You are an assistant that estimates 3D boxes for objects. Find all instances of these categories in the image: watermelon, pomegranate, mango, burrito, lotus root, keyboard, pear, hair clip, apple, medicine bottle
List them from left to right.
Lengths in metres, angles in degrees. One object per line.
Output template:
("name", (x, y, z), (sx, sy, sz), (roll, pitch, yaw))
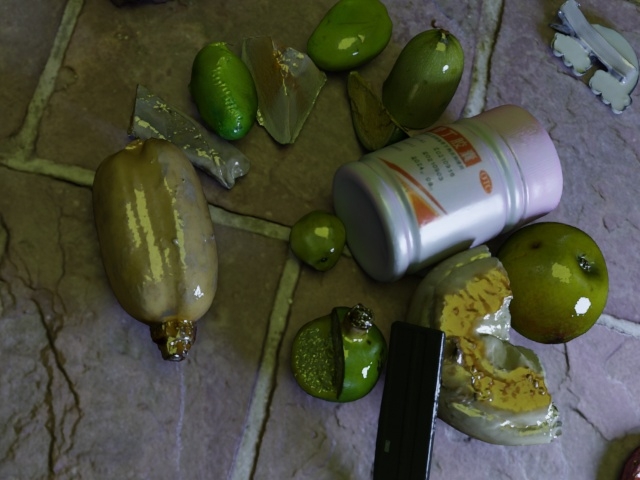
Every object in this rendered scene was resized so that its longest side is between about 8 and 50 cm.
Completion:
("lotus root", (-0.237, 0.013, 1.459), (0.169, 0.151, 0.343), (-14, 79, -2))
("burrito", (-0.217, -0.161, 1.570), (0.226, 0.060, 0.087), (31, 66, -1))
("mango", (-0.157, -0.233, 1.575), (0.100, 0.119, 0.178), (-28, 55, 17))
("pear", (0.000, 0.000, 1.552), (0.092, 0.092, 0.097), (-18, 75, -18))
("pomegranate", (0.044, 0.163, 1.467), (0.122, 0.169, 0.143), (25, 36, -30))
("mango", (0.055, -0.348, 1.684), (0.117, 0.089, 0.163), (28, 66, 12))
("watermelon", (0.107, -0.202, 1.641), (0.075, 0.092, 0.181), (-6, 38, -23))
("keyboard", (0.119, 0.311, 1.431), (0.041, 0.103, 0.381), (11, 90, -49))
("medicine bottle", (0.198, -0.078, 1.564), (0.316, 0.202, 0.202), (-22, 77, -20))
("apple", (0.368, 0.064, 1.571), (0.196, 0.157, 0.196), (17, 58, -29))
("hair clip", (0.514, -0.348, 1.819), (0.220, 0.054, 0.140), (46, 63, 2))

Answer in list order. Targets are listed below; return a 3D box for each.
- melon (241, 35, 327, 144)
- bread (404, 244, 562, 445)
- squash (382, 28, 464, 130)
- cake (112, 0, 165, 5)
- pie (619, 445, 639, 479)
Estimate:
("melon", (-0.047, -0.261, 1.634), (0.139, 0.093, 0.202), (-14, 80, -29))
("bread", (0.224, 0.185, 1.492), (0.192, 0.171, 0.314), (-23, 79, -15))
("squash", (0.181, -0.282, 1.646), (0.123, 0.187, 0.123), (6, 63, -13))
("cake", (-0.285, -0.566, 1.609), (0.237, 0.230, 0.309), (-24, 78, -18))
("pie", (0.552, 0.404, 1.558), (0.182, 0.049, 0.182), (5, 73, -16))
